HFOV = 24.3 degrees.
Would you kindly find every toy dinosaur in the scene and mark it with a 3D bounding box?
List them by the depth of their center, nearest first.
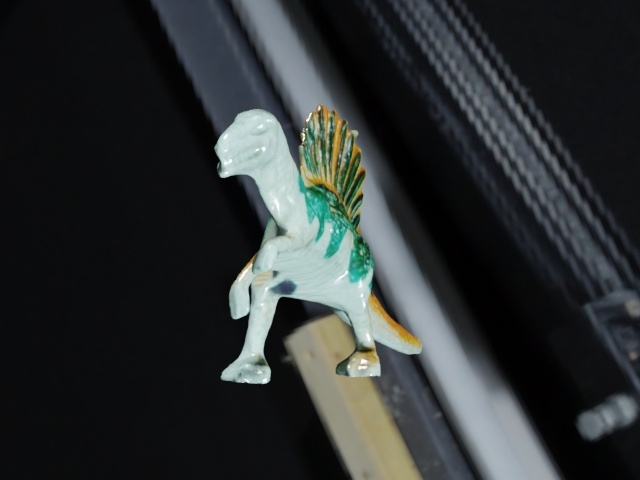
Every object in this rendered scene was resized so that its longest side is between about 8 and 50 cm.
[{"bbox_3d":[0.004,0.000,0.582,0.044,0.187,0.106,1,-88,32],"label":"toy dinosaur"}]
